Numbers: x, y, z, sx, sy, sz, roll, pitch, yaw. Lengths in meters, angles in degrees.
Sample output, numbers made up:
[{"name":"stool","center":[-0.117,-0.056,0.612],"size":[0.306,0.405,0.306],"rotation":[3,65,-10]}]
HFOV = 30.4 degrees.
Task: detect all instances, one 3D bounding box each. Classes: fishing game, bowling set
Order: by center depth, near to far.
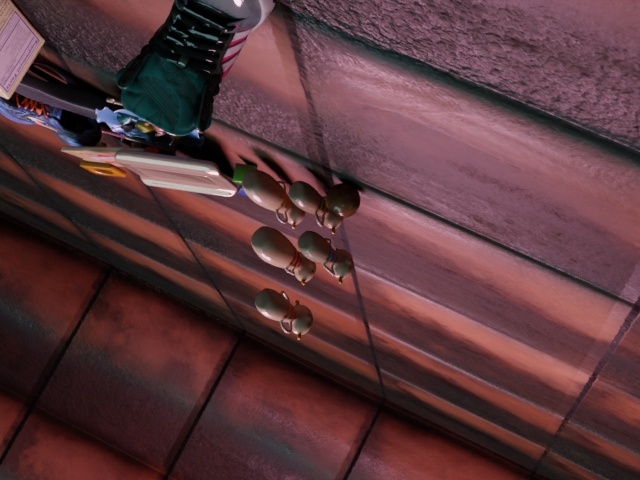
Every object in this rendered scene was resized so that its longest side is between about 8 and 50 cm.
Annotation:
[{"name":"bowling set","center":[0.000,0.000,1.864],"size":[0.200,0.287,0.154],"rotation":[-20,149,25]},{"name":"fishing game","center":[-0.285,-0.178,1.961],"size":[0.189,0.041,0.264],"rotation":[15,170,-14]}]

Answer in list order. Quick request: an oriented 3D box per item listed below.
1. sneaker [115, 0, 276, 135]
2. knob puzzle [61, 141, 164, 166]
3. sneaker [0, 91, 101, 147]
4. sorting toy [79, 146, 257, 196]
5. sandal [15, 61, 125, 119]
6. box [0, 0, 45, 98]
[{"name":"sneaker","center":[-0.150,-0.213,1.330],"size":[0.124,0.178,0.295],"rotation":[29,166,-4]},{"name":"knob puzzle","center":[-0.354,-0.160,2.186],"size":[0.213,0.030,0.213],"rotation":[5,175,0]},{"name":"sneaker","center":[-0.495,-0.242,2.155],"size":[0.221,0.083,0.087],"rotation":[23,162,-19]},{"name":"sorting toy","center":[-0.246,-0.127,2.038],"size":[0.348,0.047,0.196],"rotation":[8,171,7]},{"name":"sandal","center":[-0.442,-0.260,2.028],"size":[0.255,0.054,0.097],"rotation":[19,171,-10]},{"name":"box","center":[-0.580,-0.351,1.799],"size":[0.214,0.117,0.243],"rotation":[23,165,20]}]
